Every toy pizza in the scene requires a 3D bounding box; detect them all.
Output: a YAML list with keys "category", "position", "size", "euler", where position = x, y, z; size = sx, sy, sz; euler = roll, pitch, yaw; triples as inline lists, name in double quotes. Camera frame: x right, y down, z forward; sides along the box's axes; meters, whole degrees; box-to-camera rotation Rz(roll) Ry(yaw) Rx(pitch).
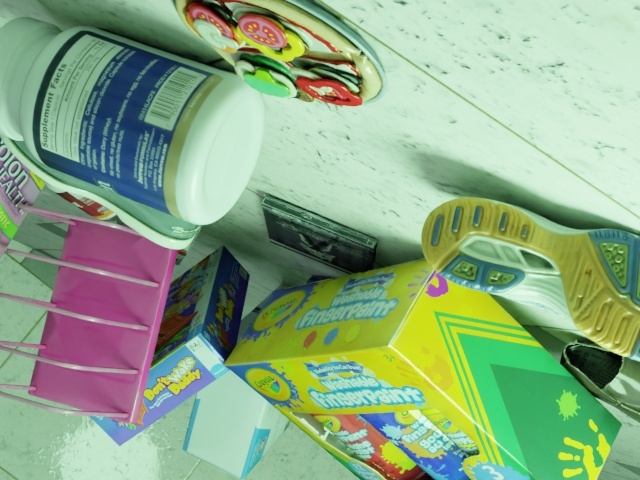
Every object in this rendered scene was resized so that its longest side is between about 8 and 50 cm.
- category: "toy pizza"
  position: [-0.039, -0.161, 0.978]
  size: [0.201, 0.032, 0.201]
  euler: [23, 168, 5]

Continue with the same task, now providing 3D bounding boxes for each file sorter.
- category: "file sorter"
  position: [-0.369, 0.106, 1.709]
  size: [0.202, 0.290, 0.182]
  euler: [11, 175, 26]

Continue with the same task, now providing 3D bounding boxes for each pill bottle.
- category: "pill bottle"
  position: [-0.202, -0.127, 1.151]
  size: [0.265, 0.153, 0.153]
  euler: [21, 168, 17]
- category: "pill bottle"
  position: [-0.366, -0.099, 1.751]
  size: [0.086, 0.086, 0.152]
  euler: [15, 164, 38]

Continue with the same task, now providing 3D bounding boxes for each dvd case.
- category: "dvd case"
  position: [0.000, 0.000, 1.629]
  size: [0.164, 0.018, 0.221]
  euler: [22, 167, 6]

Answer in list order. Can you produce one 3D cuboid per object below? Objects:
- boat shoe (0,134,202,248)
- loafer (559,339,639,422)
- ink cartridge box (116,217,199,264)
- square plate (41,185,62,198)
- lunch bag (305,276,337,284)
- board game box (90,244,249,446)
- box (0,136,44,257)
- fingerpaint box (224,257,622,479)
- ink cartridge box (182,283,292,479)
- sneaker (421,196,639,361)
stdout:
- category: "boat shoe"
  position: [-0.299, -0.111, 1.627]
  size: [0.319, 0.116, 0.099]
  euler: [33, 124, -8]
- category: "loafer"
  position: [0.405, 0.189, 1.503]
  size: [0.220, 0.080, 0.078]
  euler: [16, 166, 34]
- category: "ink cartridge box"
  position: [-0.270, -0.024, 1.917]
  size: [0.127, 0.072, 0.175]
  euler: [25, 168, -7]
- category: "square plate"
  position: [-0.559, -0.167, 1.923]
  size: [0.347, 0.049, 0.344]
  euler: [25, 169, -7]
- category: "lunch bag"
  position: [0.043, 0.127, 1.918]
  size: [0.129, 0.096, 0.151]
  euler: [30, -164, -24]
- category: "board game box"
  position: [-0.243, 0.165, 1.918]
  size: [0.078, 0.233, 0.347]
  euler: [50, -165, -17]
- category: "box"
  position: [-0.526, -0.078, 1.663]
  size: [0.117, 0.243, 0.213]
  euler: [14, 152, 19]
- category: "fingerpaint box"
  position: [0.128, 0.220, 1.637]
  size: [0.371, 0.163, 0.445]
  euler: [43, 152, -19]
- category: "ink cartridge box"
  position: [-0.102, 0.244, 2.058]
  size: [0.129, 0.223, 0.307]
  euler: [23, -153, 14]
- category: "sneaker"
  position: [0.246, 0.028, 1.132]
  size: [0.296, 0.112, 0.131]
  euler: [24, -174, 7]
